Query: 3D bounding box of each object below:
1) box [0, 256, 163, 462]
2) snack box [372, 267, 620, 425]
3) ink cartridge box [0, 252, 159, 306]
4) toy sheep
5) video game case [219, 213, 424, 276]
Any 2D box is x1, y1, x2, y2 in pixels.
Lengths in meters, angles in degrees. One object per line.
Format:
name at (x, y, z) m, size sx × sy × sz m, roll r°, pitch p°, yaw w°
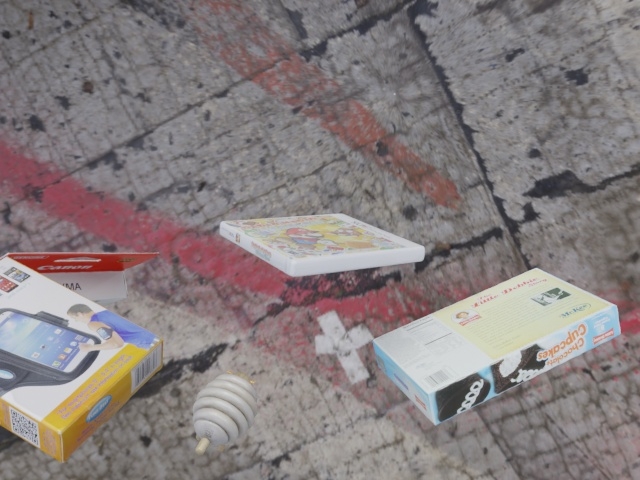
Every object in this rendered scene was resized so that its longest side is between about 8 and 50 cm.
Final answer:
box at (-0.167, 0.057, 0.374) m, size 0.136 × 0.081 × 0.028 m, roll 25°, pitch 127°, yaw 14°
snack box at (0.263, 0.149, 1.027) m, size 0.322 × 0.187 × 0.060 m, roll -21°, pitch 112°, yaw -13°
ink cartridge box at (-0.441, 0.078, 1.115) m, size 0.239 × 0.275 × 0.060 m, roll -19°, pitch 78°, yaw 37°
toy sheep at (-0.127, 0.226, 0.877) m, size 0.091 × 0.132 × 0.091 m, roll 11°, pitch 133°, yaw 12°
video game case at (0.000, 0.000, 0.974) m, size 0.227 × 0.206 × 0.026 m, roll -6°, pitch 109°, yaw -34°
